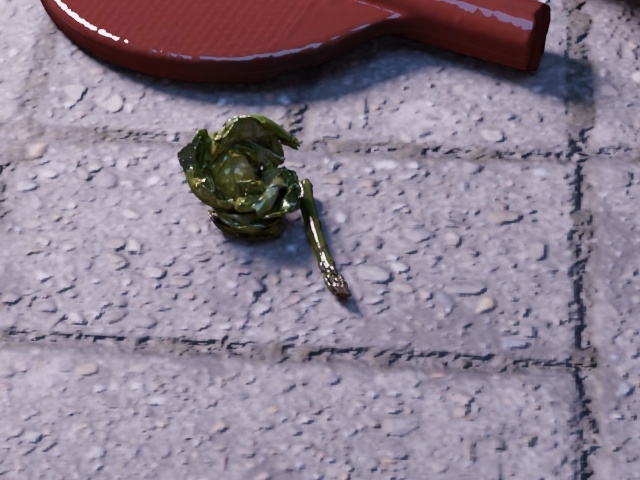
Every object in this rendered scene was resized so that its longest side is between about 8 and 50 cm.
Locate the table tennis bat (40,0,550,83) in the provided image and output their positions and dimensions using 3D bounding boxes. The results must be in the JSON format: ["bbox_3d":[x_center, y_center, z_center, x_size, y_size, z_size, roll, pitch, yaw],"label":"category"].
[{"bbox_3d":[-0.026,-0.203,1.463,0.415,0.051,0.268,16,47,18],"label":"table tennis bat"}]

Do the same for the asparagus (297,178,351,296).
[{"bbox_3d":[0.000,0.000,1.276,0.014,0.015,0.114,17,37,-33],"label":"asparagus"}]

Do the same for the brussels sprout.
[{"bbox_3d":[-0.051,-0.039,1.289,0.085,0.058,0.085,1,68,-2],"label":"brussels sprout"}]
